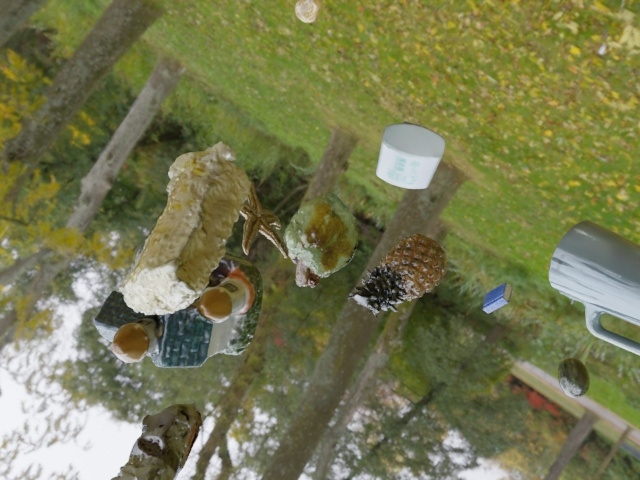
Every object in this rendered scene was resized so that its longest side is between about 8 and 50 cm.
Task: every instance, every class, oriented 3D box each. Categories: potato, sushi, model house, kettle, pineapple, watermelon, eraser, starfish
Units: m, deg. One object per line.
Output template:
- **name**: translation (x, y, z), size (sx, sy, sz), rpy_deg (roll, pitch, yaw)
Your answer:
- **potato**: translation (-0.029, -0.617, 1.553), size (0.068, 0.062, 0.083), rpy_deg (30, 154, -13)
- **sushi**: translation (-0.397, 0.524, 1.399), size (0.124, 0.332, 0.130), rpy_deg (-6, 130, 25)
- **model house**: translation (-0.270, 0.117, 1.046), size (0.271, 0.190, 0.301), rpy_deg (17, -171, 10)
- **kettle**: translation (0.585, 0.102, 1.143), size (0.160, 0.211, 0.243), rpy_deg (1, -157, -37)
- **pineapple**: translation (0.189, 0.100, 1.469), size (0.157, 0.278, 0.158), rpy_deg (31, 138, 33)
- **watermelon**: translation (0.646, 0.348, 1.501), size (0.078, 0.078, 0.111), rpy_deg (35, -139, -18)
- **eraser**: translation (0.279, -0.262, 1.866), size (0.189, 0.104, 0.290), rpy_deg (11, 166, 4)
- **eraser**: translation (0.501, 0.163, 1.664), size (0.027, 0.063, 0.084), rpy_deg (36, 141, -8)
- **starfish**: translation (-0.174, -0.044, 1.763), size (0.231, 0.048, 0.295), rpy_deg (39, -150, -32)

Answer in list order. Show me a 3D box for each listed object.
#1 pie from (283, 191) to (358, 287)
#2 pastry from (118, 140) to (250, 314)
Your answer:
- **pie**: translation (0.007, -0.006, 1.845), size (0.105, 0.257, 0.274), rpy_deg (34, 145, 53)
- **pastry**: translation (-0.167, -0.019, 0.749), size (0.121, 0.258, 0.089), rpy_deg (-11, 132, 23)
